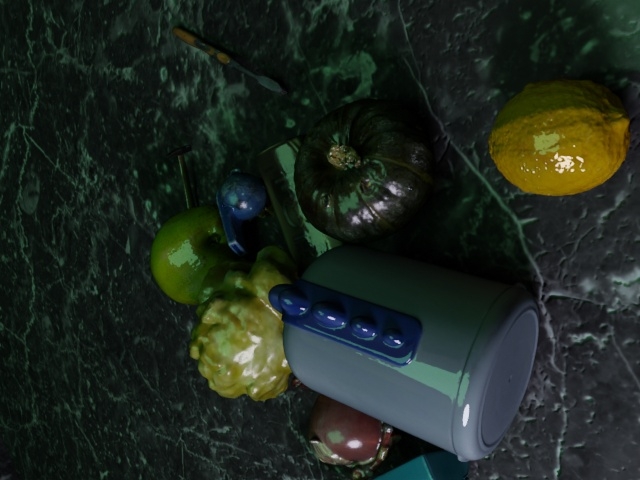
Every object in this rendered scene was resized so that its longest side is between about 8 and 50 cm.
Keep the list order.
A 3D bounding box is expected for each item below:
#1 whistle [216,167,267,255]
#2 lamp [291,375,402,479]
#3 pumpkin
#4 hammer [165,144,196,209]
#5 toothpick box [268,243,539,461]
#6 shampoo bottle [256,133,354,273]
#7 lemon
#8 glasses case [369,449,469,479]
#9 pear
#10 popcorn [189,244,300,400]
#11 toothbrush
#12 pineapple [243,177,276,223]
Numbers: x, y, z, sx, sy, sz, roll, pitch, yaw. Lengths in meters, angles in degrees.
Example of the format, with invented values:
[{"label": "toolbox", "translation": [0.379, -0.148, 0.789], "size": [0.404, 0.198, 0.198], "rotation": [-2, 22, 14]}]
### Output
[{"label": "whistle", "translation": [-0.129, -0.060, 1.266], "size": [0.090, 0.090, 0.157], "rotation": [-49, 50, 43]}, {"label": "lamp", "translation": [0.047, 0.298, 1.278], "size": [0.215, 0.151, 0.223], "rotation": [-14, 51, 41]}, {"label": "pumpkin", "translation": [0.059, -0.102, 1.079], "size": [0.224, 0.157, 0.223], "rotation": [-14, 65, 32]}, {"label": "hammer", "translation": [-0.271, -0.092, 1.511], "size": [0.013, 0.062, 0.198], "rotation": [7, 114, 39]}, {"label": "toothpick box", "translation": [0.097, 0.132, 1.041], "size": [0.355, 0.263, 0.262], "rotation": [17, 116, 31]}, {"label": "shampoo bottle", "translation": [0.000, 0.000, 1.250], "size": [0.126, 0.084, 0.349], "rotation": [-19, 91, 44]}, {"label": "lemon", "translation": [0.279, -0.123, 0.889], "size": [0.187, 0.142, 0.142], "rotation": [-1, 103, 50]}, {"label": "glasses case", "translation": [0.103, 0.431, 1.227], "size": [0.301, 0.117, 0.070], "rotation": [-40, 60, 33]}, {"label": "pear", "translation": [-0.229, 0.026, 1.418], "size": [0.220, 0.188, 0.187], "rotation": [-36, 78, 44]}, {"label": "popcorn", "translation": [-0.118, 0.136, 1.296], "size": [0.235, 0.242, 0.250], "rotation": [51, 177, -15]}, {"label": "toothbrush", "translation": [-0.175, -0.331, 1.342], "size": [0.321, 0.031, 0.023], "rotation": [35, 98, 31]}, {"label": "pineapple", "translation": [-0.133, -0.071, 1.381], "size": [0.114, 0.115, 0.077], "rotation": [126, 153, -58]}]
